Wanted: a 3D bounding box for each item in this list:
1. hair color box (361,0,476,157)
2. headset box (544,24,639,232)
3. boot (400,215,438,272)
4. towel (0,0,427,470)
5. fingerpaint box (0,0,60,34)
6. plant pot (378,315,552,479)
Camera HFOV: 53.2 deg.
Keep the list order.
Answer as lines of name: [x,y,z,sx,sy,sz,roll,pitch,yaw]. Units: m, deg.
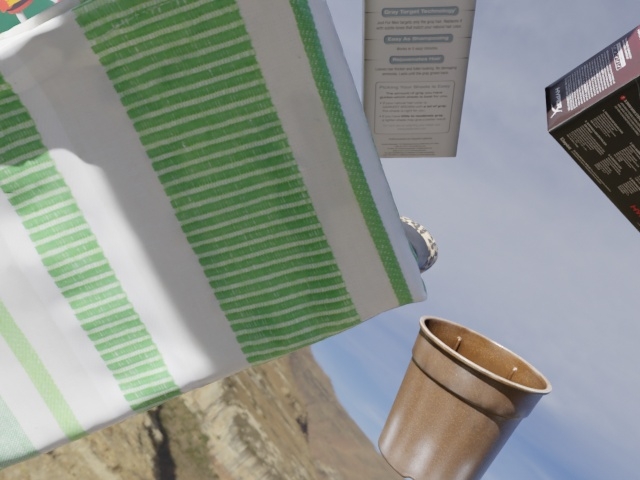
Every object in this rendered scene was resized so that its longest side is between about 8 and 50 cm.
hair color box: [0.168,-0.333,1.166,0.113,0.186,0.374,-88,177,-47]
headset box: [0.442,-0.158,0.716,0.218,0.110,0.293,39,-49,-20]
boot: [0.000,0.000,1.047,0.378,0.138,0.284,7,5,23]
towel: [-0.123,-0.006,0.367,0.038,0.325,0.247,-106,173,-68]
fingerpaint box: [-0.549,-0.321,0.932,0.371,0.163,0.445,27,-16,-17]
plant pot: [0.159,0.202,0.760,0.167,0.165,0.167,24,9,-4]
